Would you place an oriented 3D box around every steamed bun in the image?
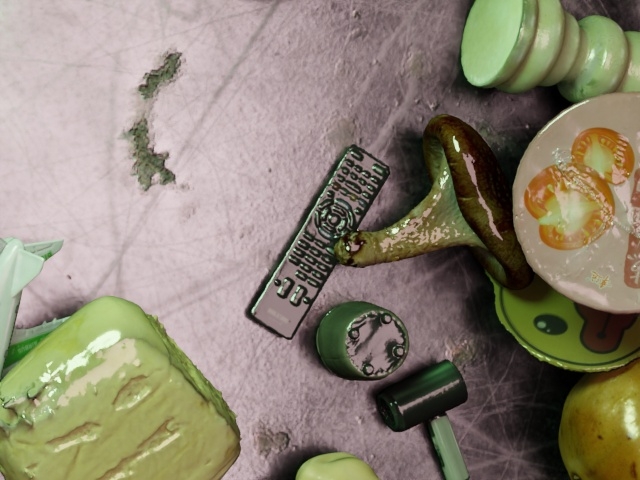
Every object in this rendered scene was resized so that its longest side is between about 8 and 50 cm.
[{"bbox_3d":[-0.233,0.190,1.568,0.232,0.166,0.273,-42,125,-5],"label":"steamed bun"}]

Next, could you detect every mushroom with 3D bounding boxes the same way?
[{"bbox_3d":[0.125,-0.007,1.721,0.218,0.148,0.227,-31,89,-8],"label":"mushroom"}]

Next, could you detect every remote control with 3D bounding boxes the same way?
[{"bbox_3d":[0.000,0.000,1.729,0.063,0.025,0.245,34,79,-14],"label":"remote control"}]

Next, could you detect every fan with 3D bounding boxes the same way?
[{"bbox_3d":[0.353,0.078,1.747,0.335,0.011,0.229,15,49,17],"label":"fan"}]

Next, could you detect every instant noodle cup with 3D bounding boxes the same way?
[{"bbox_3d":[0.341,-0.059,1.672,0.243,0.231,0.242,2,101,8],"label":"instant noodle cup"}]

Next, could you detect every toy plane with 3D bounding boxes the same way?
[{"bbox_3d":[-0.363,0.105,1.562,0.251,0.101,0.255,14,101,-53],"label":"toy plane"}]

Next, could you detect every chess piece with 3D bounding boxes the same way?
[{"bbox_3d":[0.314,-0.221,1.785,0.251,0.144,0.144,15,84,-23],"label":"chess piece"}]

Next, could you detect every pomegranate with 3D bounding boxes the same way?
[{"bbox_3d":[0.391,0.233,1.752,0.233,0.233,0.233,0,89,-18],"label":"pomegranate"}]

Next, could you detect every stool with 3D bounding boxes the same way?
[{"bbox_3d":[0.051,0.118,1.698,0.096,0.110,0.096,0,89,-14],"label":"stool"}]

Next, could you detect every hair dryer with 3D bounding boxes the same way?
[{"bbox_3d":[0.146,0.249,1.763,0.100,0.057,0.197,-25,102,-15],"label":"hair dryer"}]

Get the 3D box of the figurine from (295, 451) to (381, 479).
[{"bbox_3d":[-0.004,0.335,1.684,0.114,0.108,0.196,33,85,1],"label":"figurine"}]
